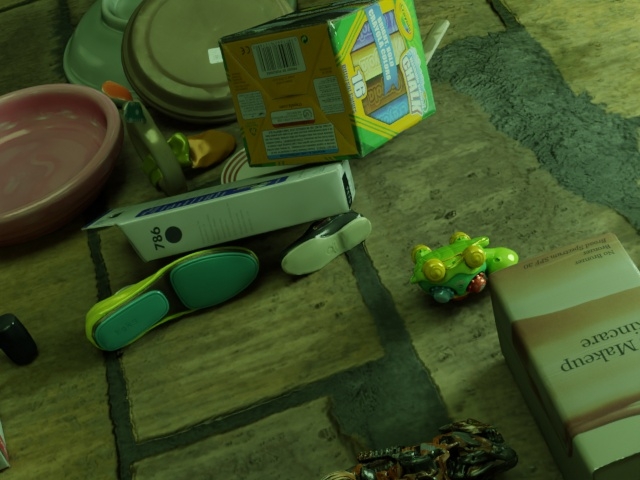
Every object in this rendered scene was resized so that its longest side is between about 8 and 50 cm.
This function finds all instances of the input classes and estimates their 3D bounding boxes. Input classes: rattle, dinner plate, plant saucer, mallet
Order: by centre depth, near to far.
[{"bbox_3d":[-0.454,0.131,1.708,0.190,0.062,0.039,-7,39,15],"label":"mallet"},{"bbox_3d":[-0.201,-0.162,1.846,0.143,0.199,0.130,-20,39,-2],"label":"rattle"},{"bbox_3d":[-0.068,-0.096,1.863,0.141,0.017,0.141,-11,38,9],"label":"dinner plate"},{"bbox_3d":[-0.437,-0.101,1.961,0.332,0.084,0.332,-11,38,9],"label":"plant saucer"},{"bbox_3d":[-0.164,-0.301,2.035,0.278,0.041,0.277,0,63,0],"label":"plant saucer"},{"bbox_3d":[-0.241,-0.372,2.194,0.401,0.100,0.400,-11,39,9],"label":"plant saucer"}]

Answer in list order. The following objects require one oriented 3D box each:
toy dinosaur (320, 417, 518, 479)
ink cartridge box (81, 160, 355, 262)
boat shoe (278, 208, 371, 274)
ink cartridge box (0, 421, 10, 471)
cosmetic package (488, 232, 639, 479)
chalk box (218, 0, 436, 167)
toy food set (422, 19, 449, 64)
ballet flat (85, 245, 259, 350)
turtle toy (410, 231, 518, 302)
[{"bbox_3d":[0.052,0.286,1.299,0.322,0.164,0.218,-44,27,-3],"label":"toy dinosaur"},{"bbox_3d":[-0.124,-0.037,1.726,0.333,0.065,0.165,-12,10,7],"label":"ink cartridge box"},{"bbox_3d":[0.000,0.001,1.696,0.133,0.048,0.042,-29,43,-24],"label":"boat shoe"},{"bbox_3d":[-0.429,0.224,1.592,0.099,0.056,0.135,-22,39,-6],"label":"ink cartridge box"},{"bbox_3d":[0.288,0.143,1.351,0.153,0.129,0.296,-19,39,-3],"label":"cosmetic package"},{"bbox_3d":[0.030,-0.224,1.802,0.180,0.179,0.289,-4,17,33],"label":"chalk box"},{"bbox_3d":[0.087,-0.262,1.970,0.218,0.071,0.128,12,72,35],"label":"toy food set"},{"bbox_3d":[-0.190,0.061,1.686,0.231,0.077,0.077,-27,26,-9],"label":"ballet flat"},{"bbox_3d":[0.168,0.033,1.577,0.130,0.066,0.095,-17,15,-2],"label":"turtle toy"}]
